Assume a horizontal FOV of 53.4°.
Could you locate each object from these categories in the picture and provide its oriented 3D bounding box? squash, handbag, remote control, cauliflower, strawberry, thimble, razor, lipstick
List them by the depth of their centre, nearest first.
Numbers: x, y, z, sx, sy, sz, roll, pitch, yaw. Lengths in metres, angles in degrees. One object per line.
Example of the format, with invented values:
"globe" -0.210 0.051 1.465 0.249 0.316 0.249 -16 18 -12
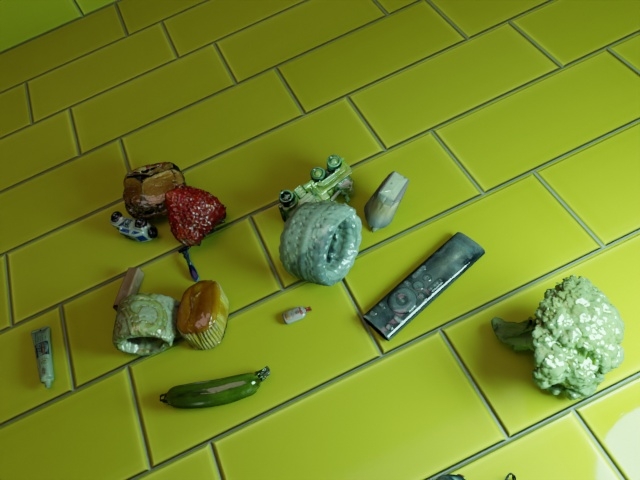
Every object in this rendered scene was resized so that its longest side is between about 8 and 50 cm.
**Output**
"cauliflower" 0.573 0.239 1.493 0.327 0.281 0.260 -17 71 -29
"squash" -0.286 0.401 1.692 0.319 0.071 0.080 -14 51 6
"remote control" 0.286 0.121 1.753 0.378 0.044 0.107 -39 50 -14
"thimble" 0.000 0.000 1.824 0.172 0.205 0.250 16 77 33
"thimble" -0.497 0.240 1.835 0.191 0.137 0.143 -3 51 -1
"handbag" 0.187 -0.113 1.888 0.095 0.173 0.117 33 54 8
"lipstick" -0.597 0.155 1.982 0.045 0.045 0.145 -1 55 18
"razor" -0.413 0.070 2.003 0.044 0.028 0.154 -27 51 -5
"strawberry" -0.409 -0.089 2.021 0.187 0.201 0.184 -26 31 20

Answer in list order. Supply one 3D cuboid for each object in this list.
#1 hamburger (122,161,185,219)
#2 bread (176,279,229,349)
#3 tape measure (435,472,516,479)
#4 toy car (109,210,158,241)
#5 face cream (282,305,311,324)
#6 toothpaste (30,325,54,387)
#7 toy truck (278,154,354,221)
"hamburger" -0.563 -0.166 2.167 0.231 0.106 0.230 -1 49 1
"bread" -0.339 0.208 1.832 0.132 0.114 0.190 -10 47 12
"tape measure" 0.340 0.563 1.416 0.180 0.104 0.107 -4 19 -28
"toy car" -0.617 -0.040 2.109 0.171 0.080 0.070 14 71 22
"face cream" -0.066 0.208 1.804 0.083 0.021 0.040 -23 52 -2
"toothpaste" -0.832 0.350 1.913 0.060 0.038 0.233 -25 49 -7
"toy truck" -0.004 -0.137 1.983 0.260 0.128 0.135 -33 66 -9
